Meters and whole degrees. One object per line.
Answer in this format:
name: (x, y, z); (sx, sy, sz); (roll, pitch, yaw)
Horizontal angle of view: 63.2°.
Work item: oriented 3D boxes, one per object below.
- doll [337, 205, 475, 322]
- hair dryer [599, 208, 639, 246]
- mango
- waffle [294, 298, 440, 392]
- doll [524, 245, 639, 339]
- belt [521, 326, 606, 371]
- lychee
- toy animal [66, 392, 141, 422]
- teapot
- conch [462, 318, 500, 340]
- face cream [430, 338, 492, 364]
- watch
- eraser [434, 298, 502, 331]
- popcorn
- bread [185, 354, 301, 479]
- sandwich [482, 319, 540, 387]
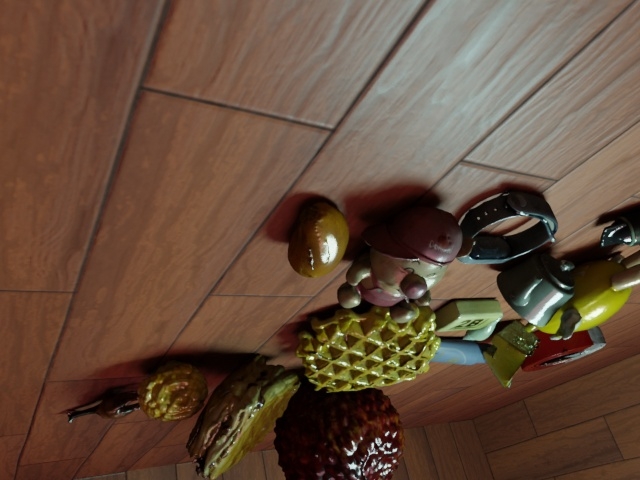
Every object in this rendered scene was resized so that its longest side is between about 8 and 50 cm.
doll: (0.148, 0.045, 0.953); (0.196, 0.152, 0.256); (-10, 150, -36)
hair dryer: (0.698, -0.081, 1.081); (0.195, 0.078, 0.248); (-17, 142, 6)
mango: (0.001, 0.004, 0.880); (0.105, 0.084, 0.159); (-10, 152, -20)
waffle: (0.130, 0.294, 1.375); (0.382, 0.095, 0.380); (-13, 139, 3)
doll: (0.700, 0.128, 1.303); (0.423, 0.161, 0.348); (-40, 172, 15)
belt: (0.908, 0.398, 1.976); (0.323, 0.115, 0.227); (-23, 151, 15)
lychee: (0.071, 0.648, 1.659); (0.424, 0.500, 0.425); (-27, 140, -26)
toy animal: (-0.605, 0.476, 1.485); (0.229, 0.066, 0.224); (-12, 172, -24)
teapot: (0.537, 0.095, 1.243); (0.239, 0.162, 0.149); (-6, 142, -46)
conch: (0.487, 0.262, 1.605); (0.065, 0.088, 0.180); (-48, 175, -47)
face cream: (0.433, 0.373, 1.752); (0.385, 0.086, 0.135); (9, 142, -28)
watch: (0.370, -0.020, 1.026); (0.206, 0.068, 0.193); (3, 148, -25)
eraser: (0.416, 0.214, 1.476); (0.172, 0.058, 0.117); (2, 148, -28)
popcorn: (-0.380, 0.385, 1.331); (0.180, 0.170, 0.180); (-26, 149, -17)
bread: (-0.216, 0.452, 1.387); (0.277, 0.167, 0.324); (-59, 161, 14)
sandwich: (0.633, 0.388, 1.755); (0.122, 0.128, 0.236); (-30, 147, -32)
